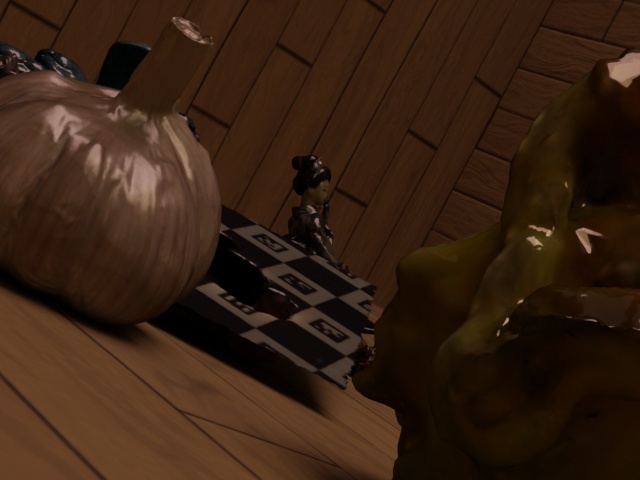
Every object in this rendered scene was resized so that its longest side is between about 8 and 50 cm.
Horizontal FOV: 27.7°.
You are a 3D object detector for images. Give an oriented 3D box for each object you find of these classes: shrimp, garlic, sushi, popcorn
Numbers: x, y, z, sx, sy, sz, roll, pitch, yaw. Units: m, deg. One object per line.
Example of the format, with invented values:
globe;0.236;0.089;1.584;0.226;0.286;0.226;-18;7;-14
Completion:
shrimp;0.049;0.133;1.485;0.091;0.043;0.184;32;-1;-3
garlic;-0.146;-0.064;0.908;0.218;0.212;0.218;32;11;-7
sushi;-0.124;0.031;1.163;0.339;0.069;0.320;28;15;0
popcorn;0.191;0.084;0.773;0.321;0.290;0.326;44;22;-5

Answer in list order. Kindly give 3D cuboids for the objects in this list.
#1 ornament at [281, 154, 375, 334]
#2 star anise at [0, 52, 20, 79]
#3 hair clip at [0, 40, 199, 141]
ornament;0.000;0.000;1.521;0.153;0.196;0.166;7;4;-12
star anise;-0.330;-0.126;1.240;0.209;0.089;0.231;26;23;21
hair clip;-0.261;-0.108;1.438;0.310;0.194;0.206;30;29;12
